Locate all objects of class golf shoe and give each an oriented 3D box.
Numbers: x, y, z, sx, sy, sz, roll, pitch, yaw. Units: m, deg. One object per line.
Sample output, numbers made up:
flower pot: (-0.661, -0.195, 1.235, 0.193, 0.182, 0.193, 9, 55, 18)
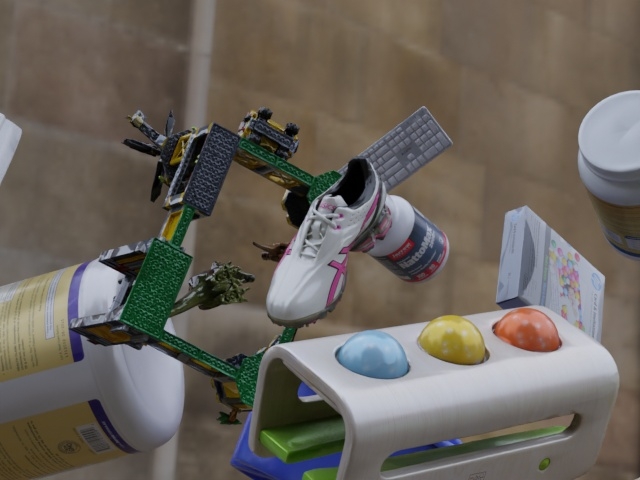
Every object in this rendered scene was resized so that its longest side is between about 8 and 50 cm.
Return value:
golf shoe: (0.000, 0.000, 1.444, 0.067, 0.186, 0.086, 12, -42, 28)

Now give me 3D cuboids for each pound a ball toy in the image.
pound a ball toy: (0.136, 0.136, 1.226, 0.319, 0.135, 0.208, -6, 28, -35)

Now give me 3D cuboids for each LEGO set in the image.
LEGO set: (-0.125, 0.028, 1.731, 0.255, 0.331, 0.192, 20, -15, -24)

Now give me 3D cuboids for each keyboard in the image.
keyboard: (0.084, -0.103, 2.375, 0.256, 0.072, 0.014, -36, -3, 29)

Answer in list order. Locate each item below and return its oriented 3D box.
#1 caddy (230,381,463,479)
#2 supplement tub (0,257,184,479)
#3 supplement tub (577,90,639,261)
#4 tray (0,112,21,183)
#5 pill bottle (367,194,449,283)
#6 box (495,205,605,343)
caddy: (0.053, 0.253, 1.898, 0.341, 0.179, 0.241, 28, -13, -1)
supplement tub: (-0.356, 0.170, 1.910, 0.331, 0.241, 0.241, -15, -15, 13)
supplement tub: (0.402, -0.078, 1.955, 0.144, 0.144, 0.199, -1, -32, 24)
tray: (-0.454, -0.123, 1.948, 0.145, 0.030, 0.270, 12, 20, -7)
pill bottle: (0.121, -0.011, 2.562, 0.108, 0.108, 0.180, -4, -27, 37)
box: (0.302, 0.064, 2.048, 0.038, 0.145, 0.186, -20, -45, 37)
